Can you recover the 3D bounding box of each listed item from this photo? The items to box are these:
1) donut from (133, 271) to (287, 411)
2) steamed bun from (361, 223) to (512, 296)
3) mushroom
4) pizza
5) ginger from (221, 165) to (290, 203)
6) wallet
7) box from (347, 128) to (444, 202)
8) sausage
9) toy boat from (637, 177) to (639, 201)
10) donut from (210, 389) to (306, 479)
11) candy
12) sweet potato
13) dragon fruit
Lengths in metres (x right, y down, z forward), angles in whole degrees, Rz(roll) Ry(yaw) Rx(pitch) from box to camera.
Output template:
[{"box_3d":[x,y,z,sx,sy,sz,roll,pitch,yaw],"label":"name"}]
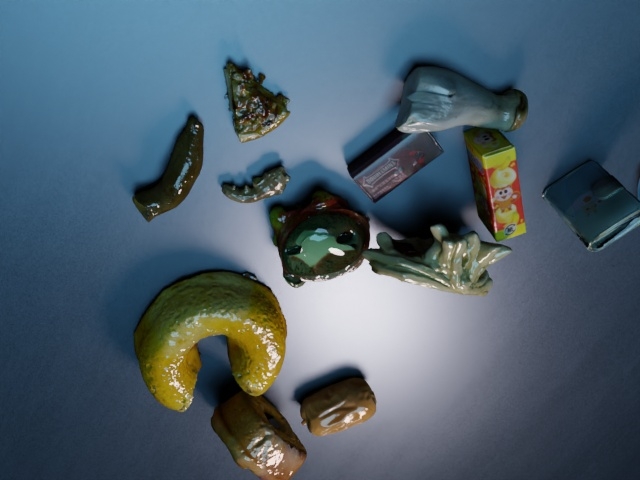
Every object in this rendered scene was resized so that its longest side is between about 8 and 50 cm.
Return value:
[{"box_3d":[-0.300,0.281,2.001,0.434,0.163,0.378,-10,124,-6],"label":"donut"},{"box_3d":[0.341,0.048,1.932,0.427,0.247,0.189,14,100,-33],"label":"steamed bun"},{"box_3d":[0.343,-0.322,1.772,0.328,0.122,0.159,6,113,-19],"label":"mushroom"},{"box_3d":[-0.162,-0.325,1.690,0.154,0.069,0.194,-28,126,8],"label":"pizza"},{"box_3d":[-0.157,-0.131,1.831,0.173,0.051,0.070,-20,121,-1],"label":"ginger"},{"box_3d":[0.716,-0.094,1.923,0.176,0.250,0.075,-34,127,10],"label":"wallet"},{"box_3d":[0.188,-0.203,1.849,0.224,0.069,0.120,-35,123,13],"label":"box"},{"box_3d":[0.052,0.512,2.251,0.241,0.136,0.120,-20,131,6],"label":"sausage"},{"box_3d":[0.938,-0.141,2.046,0.077,0.075,0.186,-14,121,0],"label":"toy boat"},{"box_3d":[-0.179,0.575,2.148,0.150,0.317,0.299,-40,80,-1],"label":"donut"},{"box_3d":[0.451,-0.148,1.897,0.087,0.146,0.276,-18,126,0],"label":"candy"},{"box_3d":[-0.350,-0.161,1.747,0.112,0.085,0.286,26,114,-21],"label":"sweet potato"},{"box_3d":[0.000,0.000,1.910,0.295,0.130,0.268,17,122,-22],"label":"dragon fruit"}]
